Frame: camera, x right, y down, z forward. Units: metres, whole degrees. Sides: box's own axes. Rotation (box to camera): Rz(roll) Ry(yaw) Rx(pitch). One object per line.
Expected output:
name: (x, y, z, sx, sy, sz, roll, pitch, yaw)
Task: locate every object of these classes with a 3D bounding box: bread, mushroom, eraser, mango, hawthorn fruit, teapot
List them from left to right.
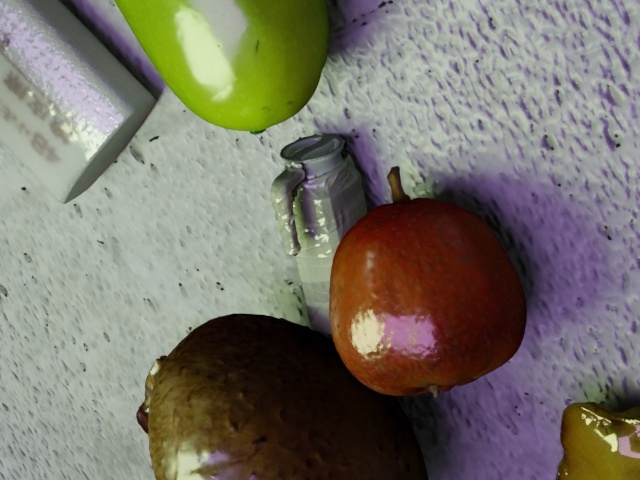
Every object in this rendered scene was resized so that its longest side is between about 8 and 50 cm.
eraser: (-0.325, -0.190, 1.342, 0.270, 0.095, 0.174, 45, 129, -1)
mango: (-0.113, -0.261, 1.120, 0.192, 0.156, 0.343, -24, 102, 41)
mushroom: (-0.074, 0.233, 1.281, 0.356, 0.334, 0.331, -11, 138, 18)
teapot: (0.000, 0.000, 1.242, 0.077, 0.107, 0.200, 9, 122, 40)
hawthorn fruit: (0.096, 0.037, 1.176, 0.196, 0.196, 0.226, -18, 83, 38)
bread: (0.343, 0.236, 1.187, 0.233, 0.088, 0.161, 19, 121, 25)
